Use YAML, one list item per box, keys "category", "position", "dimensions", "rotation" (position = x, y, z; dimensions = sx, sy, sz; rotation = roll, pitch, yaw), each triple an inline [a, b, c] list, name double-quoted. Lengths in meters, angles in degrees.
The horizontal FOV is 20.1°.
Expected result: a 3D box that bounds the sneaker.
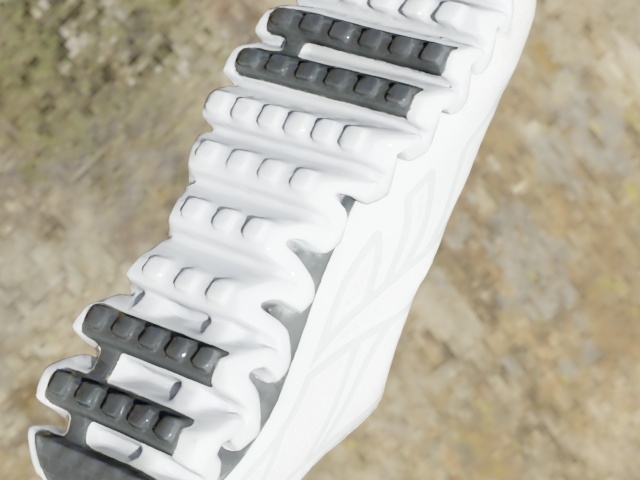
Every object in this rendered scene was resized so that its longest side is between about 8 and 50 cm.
- category: "sneaker"
  position: [0.000, 0.000, 0.741]
  dimensions: [0.110, 0.292, 0.118]
  rotation: [25, -13, 40]
